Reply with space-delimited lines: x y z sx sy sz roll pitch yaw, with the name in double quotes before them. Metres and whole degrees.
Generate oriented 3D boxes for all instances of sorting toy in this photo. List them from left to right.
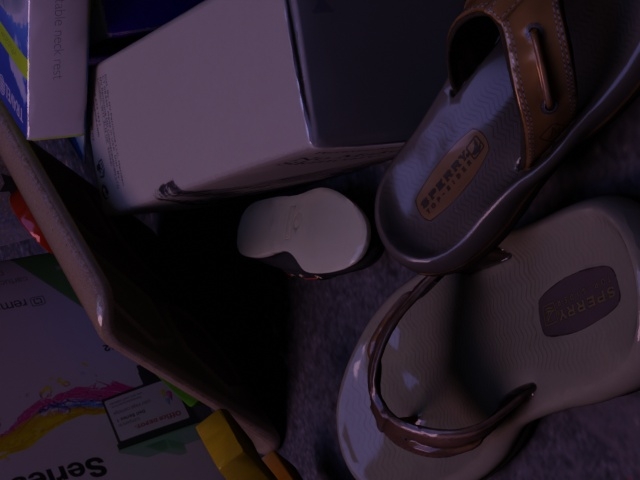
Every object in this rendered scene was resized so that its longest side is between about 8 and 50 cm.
"sorting toy" -0.106 0.060 0.949 0.307 0.041 0.229 54 -176 38

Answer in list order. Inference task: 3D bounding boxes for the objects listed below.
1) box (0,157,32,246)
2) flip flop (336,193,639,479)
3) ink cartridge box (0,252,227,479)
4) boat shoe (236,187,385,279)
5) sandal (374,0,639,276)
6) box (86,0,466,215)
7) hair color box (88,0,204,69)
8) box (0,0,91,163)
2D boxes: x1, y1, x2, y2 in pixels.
"box" -0.303 -0.111 1.058 0.163 0.142 0.247 8 112 58
"flip flop" 0.070 0.057 0.722 0.277 0.080 0.112 -36 68 58
"ink cartridge box" -0.178 0.148 1.064 0.278 0.201 0.117 58 145 33
"boat shoe" 0.001 -0.002 0.869 0.133 0.042 0.049 2 76 60
"sandal" 0.079 -0.075 0.643 0.219 0.060 0.090 -52 50 29
"box" -0.030 -0.077 0.824 0.275 0.113 0.094 -11 87 62
"hair color box" -0.181 -0.213 1.052 0.339 0.110 0.185 -3 99 59
"box" -0.170 -0.145 0.902 0.109 0.042 0.178 51 141 47
